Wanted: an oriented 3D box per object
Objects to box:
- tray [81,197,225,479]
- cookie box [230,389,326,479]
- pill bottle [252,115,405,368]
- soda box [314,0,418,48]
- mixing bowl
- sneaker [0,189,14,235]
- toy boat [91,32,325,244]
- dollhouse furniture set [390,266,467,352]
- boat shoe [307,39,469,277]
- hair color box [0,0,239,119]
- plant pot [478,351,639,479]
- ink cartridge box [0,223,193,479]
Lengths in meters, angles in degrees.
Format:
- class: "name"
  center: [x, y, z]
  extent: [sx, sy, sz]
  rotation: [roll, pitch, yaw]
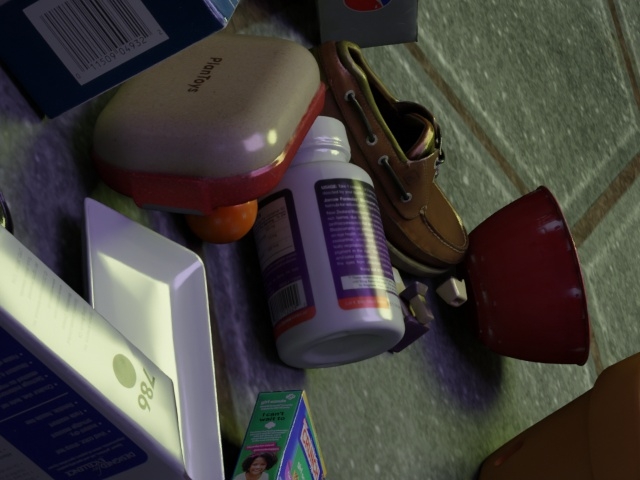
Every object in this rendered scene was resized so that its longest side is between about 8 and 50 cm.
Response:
- class: "tray"
  center: [-0.125, 0.113, 1.405]
  extent: [0.145, 0.030, 0.270]
  rotation: [29, 46, -49]
- class: "cookie box"
  center: [-0.031, 0.181, 1.482]
  extent: [0.107, 0.040, 0.092]
  rotation: [-74, 155, -50]
- class: "pill bottle"
  center: [0.000, 0.000, 1.629]
  extent: [0.108, 0.108, 0.193]
  rotation: [20, 54, -55]
- class: "soda box"
  center: [0.038, -0.287, 1.780]
  extent: [0.286, 0.098, 0.091]
  rotation: [85, -1, -63]
- class: "mixing bowl"
  center: [0.190, 0.045, 1.915]
  extent: [0.181, 0.098, 0.181]
  rotation: [167, -90, -85]
- class: "sneaker"
  center: [-0.240, -0.084, 1.248]
  extent: [0.222, 0.118, 0.083]
  rotation: [59, 28, -15]
- class: "toy boat"
  center: [-0.081, -0.067, 1.536]
  extent: [0.231, 0.151, 0.151]
  rotation: [-62, 155, -55]
- class: "dollhouse furniture set"
  center: [0.057, 0.032, 1.753]
  extent: [0.114, 0.091, 0.081]
  rotation: [24, 35, -49]
- class: "boat shoe"
  center: [0.066, -0.069, 1.787]
  extent: [0.307, 0.104, 0.111]
  rotation: [40, 26, -45]
- class: "hair color box"
  center: [-0.124, -0.251, 1.521]
  extent: [0.105, 0.174, 0.347]
  rotation: [54, 30, -22]
- class: "plant pot"
  center: [0.282, 0.262, 1.836]
  extent: [0.291, 0.203, 0.291]
  rotation: [40, 39, -42]
- class: "ink cartridge box"
  center: [-0.210, 0.075, 1.135]
  extent: [0.333, 0.165, 0.065]
  rotation: [48, 32, -34]
